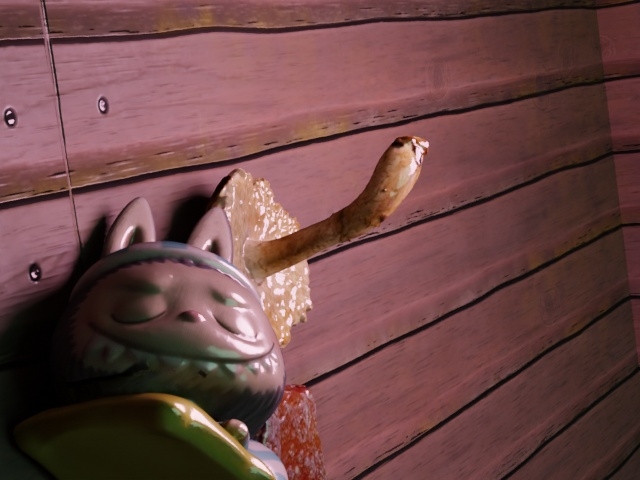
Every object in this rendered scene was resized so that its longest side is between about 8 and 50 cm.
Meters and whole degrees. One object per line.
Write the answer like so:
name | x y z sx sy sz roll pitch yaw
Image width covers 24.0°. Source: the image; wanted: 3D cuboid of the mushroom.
mushroom | -0.033 -0.009 1.836 0.208 0.302 0.233 23 45 -22

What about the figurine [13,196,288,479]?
figurine | -0.121 0.128 1.664 0.361 0.266 0.378 62 36 -46

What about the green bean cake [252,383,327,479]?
green bean cake | -0.059 0.297 1.912 0.198 0.097 0.233 7 80 -60
